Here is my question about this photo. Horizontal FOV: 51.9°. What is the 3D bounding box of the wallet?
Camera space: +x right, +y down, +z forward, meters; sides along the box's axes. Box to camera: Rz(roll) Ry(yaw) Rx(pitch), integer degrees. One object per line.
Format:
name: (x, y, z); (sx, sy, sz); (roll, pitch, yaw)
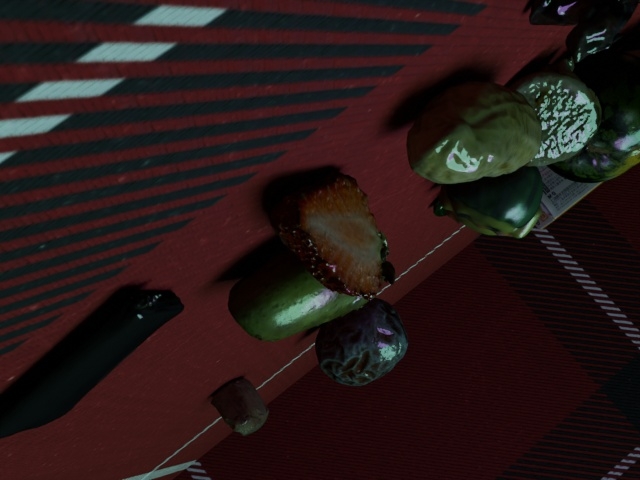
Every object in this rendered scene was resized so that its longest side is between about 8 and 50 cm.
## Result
wallet: (-0.272, 0.144, 0.797); (0.250, 0.044, 0.149); (-41, 171, 5)

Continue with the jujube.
jujube: (0.118, 0.296, 1.943); (0.215, 0.246, 0.308); (-29, 157, -41)

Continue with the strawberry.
strawberry: (0.000, -0.006, 0.872); (0.106, 0.175, 0.236); (-16, 138, 29)

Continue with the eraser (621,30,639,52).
eraser: (0.786, -0.462, 1.477); (0.042, 0.144, 0.312); (9, 150, -13)

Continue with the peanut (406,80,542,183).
peanut: (0.224, -0.154, 0.955); (0.153, 0.140, 0.325); (-28, 175, 39)

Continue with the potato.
potato: (-0.020, 0.063, 1.023); (0.298, 0.141, 0.176); (-15, 150, -42)

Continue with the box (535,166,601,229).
box: (0.597, -0.188, 1.684); (0.274, 0.221, 0.091); (-32, 169, -19)

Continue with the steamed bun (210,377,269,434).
steamed bun: (-0.218, 0.459, 1.791); (0.106, 0.145, 0.175); (-39, 163, 5)

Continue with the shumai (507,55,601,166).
shumai: (0.392, -0.237, 1.187); (0.201, 0.201, 0.120); (-46, -153, 28)

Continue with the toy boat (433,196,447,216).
toy boat: (0.361, -0.123, 1.620); (0.210, 0.052, 0.104); (-35, 151, -17)

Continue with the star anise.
star anise: (0.365, -0.333, 0.779); (0.283, 0.129, 0.212); (-46, 174, -6)

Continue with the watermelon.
watermelon: (0.551, -0.245, 1.299); (0.269, 0.269, 0.269); (-37, 167, -10)

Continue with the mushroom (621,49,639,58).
mushroom: (0.663, -0.332, 1.485); (0.164, 0.190, 0.267); (2, -174, -13)

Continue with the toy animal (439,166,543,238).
toy animal: (0.364, -0.110, 1.377); (0.191, 0.216, 0.338); (-67, 166, 2)
